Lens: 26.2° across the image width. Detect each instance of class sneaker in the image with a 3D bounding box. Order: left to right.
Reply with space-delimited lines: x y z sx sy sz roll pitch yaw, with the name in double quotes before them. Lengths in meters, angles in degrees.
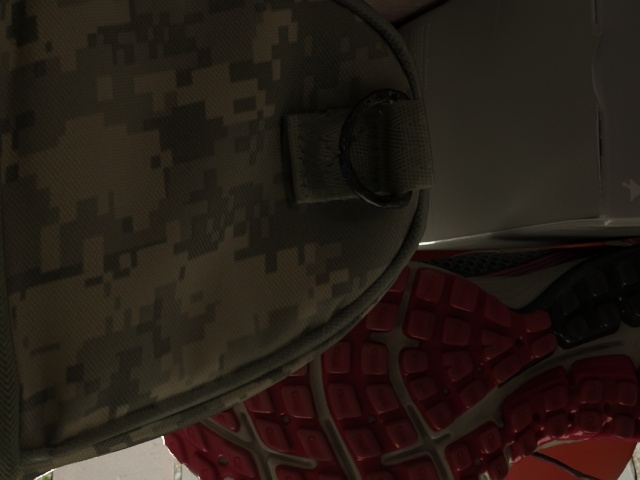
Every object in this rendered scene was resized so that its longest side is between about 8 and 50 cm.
"sneaker" 0.065 0.064 0.653 0.299 0.121 0.112 -3 -178 -19

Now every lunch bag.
"lunch bag" -0.132 -0.023 0.520 0.256 0.213 0.305 -2 -179 -28

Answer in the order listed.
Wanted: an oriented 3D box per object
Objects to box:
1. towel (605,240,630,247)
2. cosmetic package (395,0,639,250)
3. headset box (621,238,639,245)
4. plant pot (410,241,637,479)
"towel" 0.307 0.023 1.350 0.370 0.271 0.040 1 138 -18
"cosmetic package" 0.115 -0.061 0.666 0.107 0.127 0.238 -1 179 -22
"headset box" 0.328 -0.053 0.961 0.293 0.110 0.218 -2 176 21
"plant pot" 0.082 0.040 0.938 0.275 0.275 0.243 -1 138 12
